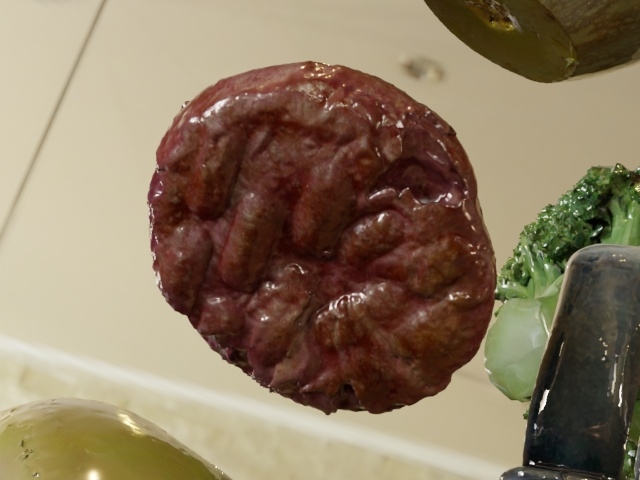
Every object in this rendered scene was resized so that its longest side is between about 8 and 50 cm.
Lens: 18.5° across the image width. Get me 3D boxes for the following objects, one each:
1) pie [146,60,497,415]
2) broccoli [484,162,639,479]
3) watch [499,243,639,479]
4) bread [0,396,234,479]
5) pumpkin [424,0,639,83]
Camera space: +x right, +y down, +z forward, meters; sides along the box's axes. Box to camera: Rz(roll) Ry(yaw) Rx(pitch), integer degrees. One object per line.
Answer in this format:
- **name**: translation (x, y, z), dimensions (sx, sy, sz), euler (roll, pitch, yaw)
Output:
- **pie**: translation (0.000, 0.000, 0.783), dimensions (0.154, 0.036, 0.154), euler (7, -66, 15)
- **broccoli**: translation (0.228, 0.075, 1.488), dimensions (0.270, 0.270, 0.270), euler (-4, 0, 44)
- **watch**: translation (0.154, 0.100, 0.971), dimensions (0.068, 0.193, 0.206), euler (8, 1, 26)
- **bread**: translation (-0.079, 0.142, 0.745), dimensions (0.158, 0.156, 0.260), euler (17, 10, -21)
- **pumpkin**: translation (0.135, -0.185, 1.392), dimensions (0.217, 0.110, 0.217), euler (46, -15, 17)
